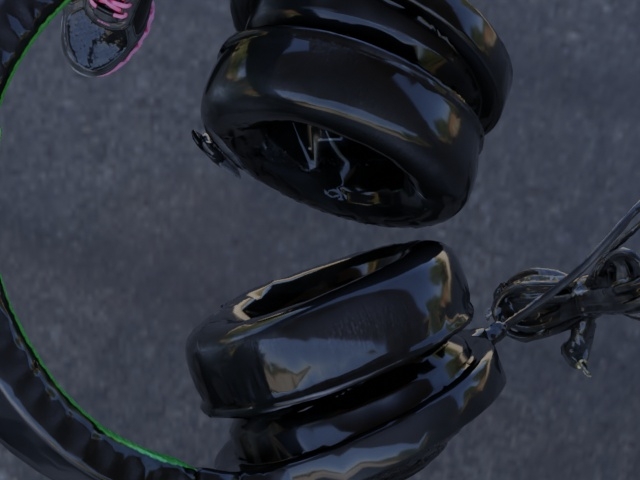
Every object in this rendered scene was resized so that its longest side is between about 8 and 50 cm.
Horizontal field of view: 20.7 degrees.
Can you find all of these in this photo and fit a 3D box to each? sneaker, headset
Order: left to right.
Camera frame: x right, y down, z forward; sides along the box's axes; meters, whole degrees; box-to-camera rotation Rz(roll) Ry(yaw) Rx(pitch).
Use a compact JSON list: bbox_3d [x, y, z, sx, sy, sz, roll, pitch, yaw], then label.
[{"bbox_3d":[-0.091,-0.130,0.820,0.047,0.119,0.057,25,12,-6],"label":"sneaker"},{"bbox_3d":[0.000,0.000,0.777,0.394,0.185,0.243,8,79,-32],"label":"headset"}]
